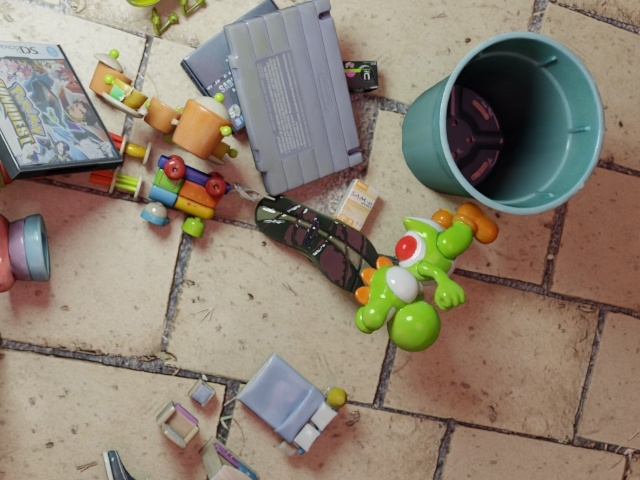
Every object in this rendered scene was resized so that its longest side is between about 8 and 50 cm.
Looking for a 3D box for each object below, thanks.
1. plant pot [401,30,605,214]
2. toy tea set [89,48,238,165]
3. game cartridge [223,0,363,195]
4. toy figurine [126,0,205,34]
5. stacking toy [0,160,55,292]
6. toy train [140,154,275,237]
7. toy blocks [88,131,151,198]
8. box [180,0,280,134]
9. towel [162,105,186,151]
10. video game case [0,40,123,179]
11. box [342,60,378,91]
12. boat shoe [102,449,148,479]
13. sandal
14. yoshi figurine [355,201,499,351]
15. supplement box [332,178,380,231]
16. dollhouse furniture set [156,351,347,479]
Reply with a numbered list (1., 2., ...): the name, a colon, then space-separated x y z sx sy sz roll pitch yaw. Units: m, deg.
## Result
1. plant pot: 0.340 -0.223 1.620 0.341 0.334 0.341 -1 92 -14
2. toy tea set: -0.297 -0.273 1.517 0.336 0.200 0.124 31 94 -4
3. game cartridge: -0.053 -0.289 1.604 0.230 0.068 0.355 -20 115 -15
4. toy figurine: -0.272 -0.620 1.576 0.362 0.191 0.217 -37 70 -3
5. stacking toy: -0.542 -0.058 1.430 0.130 0.279 0.309 -6 98 -13
6. toy train: -0.232 -0.067 1.603 0.248 0.105 0.143 23 97 -14
7. toy blocks: -0.423 -0.159 1.568 0.148 0.054 0.123 16 88 -15
8. box: -0.144 -0.359 1.630 0.233 0.059 0.183 -38 100 -11
9. towel: -0.284 -0.232 1.624 0.060 0.009 0.083 25 86 -15
10. video game case: -0.514 -0.243 1.430 0.035 0.248 0.275 -34 82 29
11. box: 0.076 -0.351 1.692 0.083 0.052 0.062 -5 93 -16
12. boat shoe: -0.366 0.529 1.588 0.079 0.095 0.254 -22 99 -11
13. sandal: 0.000 -0.002 1.675 0.303 0.086 0.120 35 89 2
14. yoshi figurine: 0.228 0.094 1.646 0.362 0.203 0.203 -44 144 -26
15. supplement box: 0.077 -0.076 1.710 0.062 0.036 0.098 28 85 -14
16. dollhouse furniture set: -0.121 0.354 1.592 0.286 0.198 0.303 44 81 -12
